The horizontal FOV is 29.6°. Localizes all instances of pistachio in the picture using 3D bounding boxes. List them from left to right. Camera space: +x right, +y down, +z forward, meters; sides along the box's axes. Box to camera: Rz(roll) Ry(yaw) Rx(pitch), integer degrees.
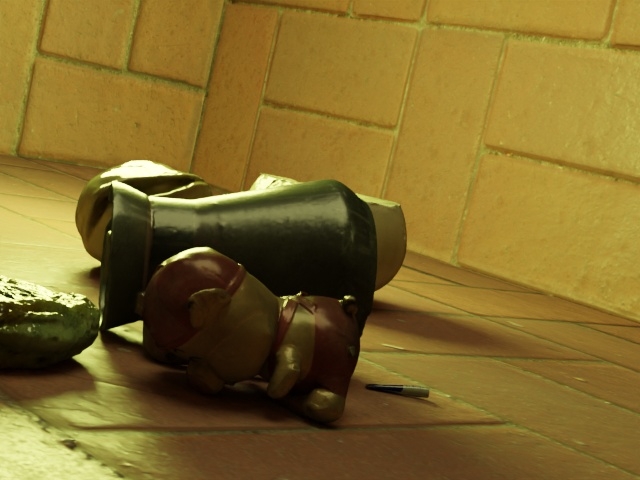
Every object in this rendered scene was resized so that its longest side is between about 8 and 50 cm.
[{"bbox_3d":[-0.302,-0.041,2.073,0.226,0.208,0.332,-31,-15,13],"label":"pistachio"}]

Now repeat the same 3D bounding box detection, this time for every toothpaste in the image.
[{"bbox_3d":[0.100,0.194,1.581,0.083,0.015,0.024,7,-2,-2],"label":"toothpaste"}]

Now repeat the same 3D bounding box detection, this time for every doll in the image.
[{"bbox_3d":[-0.084,0.107,1.371,0.255,0.152,0.196,26,-31,-17],"label":"doll"}]

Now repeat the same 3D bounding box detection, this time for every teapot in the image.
[{"bbox_3d":[-0.113,0.051,1.590,0.343,0.253,0.300,4,39,-12],"label":"teapot"}]

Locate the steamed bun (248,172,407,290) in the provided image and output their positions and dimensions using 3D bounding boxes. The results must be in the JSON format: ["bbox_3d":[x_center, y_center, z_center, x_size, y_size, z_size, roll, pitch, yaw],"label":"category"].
[{"bbox_3d":[0.000,0.000,2.287,0.324,0.206,0.324,14,3,-1],"label":"steamed bun"}]

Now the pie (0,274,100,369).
[{"bbox_3d":[-0.387,0.078,1.367,0.277,0.079,0.277,13,4,-1],"label":"pie"}]
